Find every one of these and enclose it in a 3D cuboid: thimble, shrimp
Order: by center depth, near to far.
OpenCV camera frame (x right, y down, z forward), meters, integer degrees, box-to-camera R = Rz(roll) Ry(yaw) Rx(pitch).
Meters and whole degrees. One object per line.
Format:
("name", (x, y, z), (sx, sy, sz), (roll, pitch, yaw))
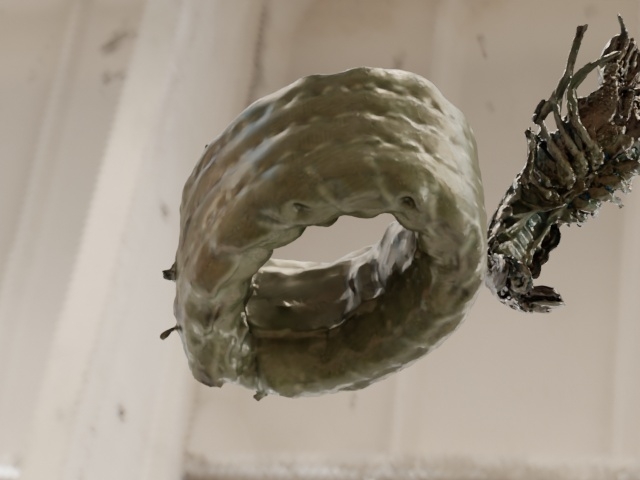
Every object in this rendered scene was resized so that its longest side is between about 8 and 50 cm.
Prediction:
("thimble", (0.000, 0.000, 0.598), (0.110, 0.084, 0.062), (-30, -146, 21))
("shrimp", (0.118, -0.037, 0.965), (0.076, 0.082, 0.174), (-5, -138, 50))
